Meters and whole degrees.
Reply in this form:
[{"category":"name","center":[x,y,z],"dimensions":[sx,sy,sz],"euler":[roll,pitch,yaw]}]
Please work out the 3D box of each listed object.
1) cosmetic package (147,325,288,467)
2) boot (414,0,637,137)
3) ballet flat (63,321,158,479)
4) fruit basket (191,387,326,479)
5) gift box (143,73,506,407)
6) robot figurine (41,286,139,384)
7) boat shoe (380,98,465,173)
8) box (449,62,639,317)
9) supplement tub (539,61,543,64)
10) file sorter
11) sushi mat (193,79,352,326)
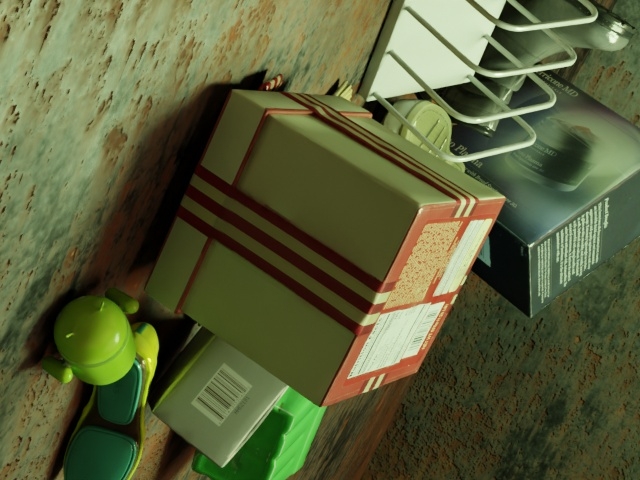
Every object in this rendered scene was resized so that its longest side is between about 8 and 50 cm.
[{"category":"cosmetic package","center":[-0.117,0.163,1.489],"dimensions":[0.127,0.107,0.238],"euler":[-51,-177,-6]},{"category":"boot","center":[0.271,-0.234,1.820],"dimensions":[0.222,0.118,0.338],"euler":[-62,-153,3]},{"category":"ballet flat","center":[-0.211,0.178,1.410],"dimensions":[0.077,0.077,0.231],"euler":[-70,180,-57]},{"category":"fruit basket","center":[-0.058,0.169,1.867],"dimensions":[0.353,0.166,0.327],"euler":[-68,179,-50]},{"category":"gift box","center":[0.000,0.000,1.356],"dimensions":[0.255,0.258,0.276],"euler":[-62,158,12]},{"category":"robot figurine","center":[-0.205,0.091,1.230],"dimensions":[0.101,0.067,0.115],"euler":[-46,164,-17]},{"category":"boat shoe","center":[0.120,-0.128,1.878],"dimensions":[0.113,0.103,0.302],"euler":[-55,160,-8]},{"category":"box","center":[0.334,-0.090,2.113],"dimensions":[0.294,0.296,0.182],"euler":[-34,141,-20]},{"category":"supplement tub","center":[0.292,-0.231,2.288],"dimensions":[0.197,0.106,0.106],"euler":[-59,167,3]},{"category":"file sorter","center":[0.207,-0.254,1.633],"dimensions":[0.193,0.173,0.277],"euler":[-15,140,-38]},{"category":"sushi mat","center":[-0.058,-0.044,1.583],"dimensions":[0.316,0.019,0.151],"euler":[-51,166,-28]}]
